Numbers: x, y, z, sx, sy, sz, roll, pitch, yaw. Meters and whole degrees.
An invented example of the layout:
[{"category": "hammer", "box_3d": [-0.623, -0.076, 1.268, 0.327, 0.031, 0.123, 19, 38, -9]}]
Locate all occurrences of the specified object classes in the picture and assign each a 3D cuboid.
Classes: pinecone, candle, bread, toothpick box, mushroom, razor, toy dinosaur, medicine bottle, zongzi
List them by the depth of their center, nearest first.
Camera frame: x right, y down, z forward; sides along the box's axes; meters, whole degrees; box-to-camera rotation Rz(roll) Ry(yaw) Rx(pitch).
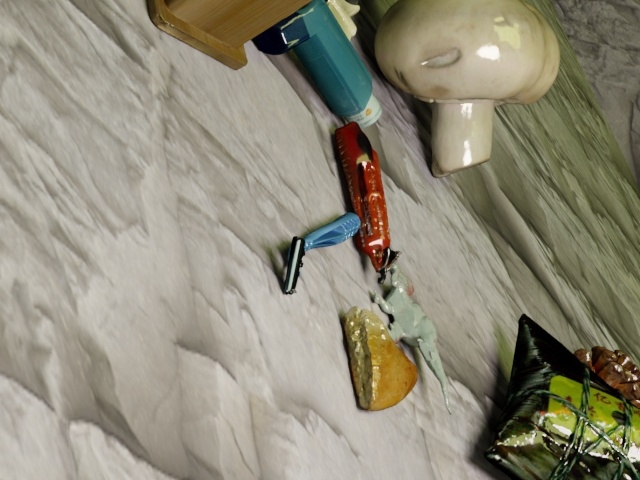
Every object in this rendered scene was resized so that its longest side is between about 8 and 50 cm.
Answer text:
[{"category": "bread", "box_3d": [0.080, 0.179, 1.396, 0.154, 0.054, 0.136, 47, 34, -19]}, {"category": "toothpick box", "box_3d": [-0.074, -0.405, 1.396, 0.187, 0.308, 0.190, 22, 49, -50]}, {"category": "razor", "box_3d": [0.000, 0.000, 1.434, 0.253, 0.042, 0.082, -32, 136, -63]}, {"category": "toy dinosaur", "box_3d": [0.150, 0.144, 1.535, 0.242, 0.053, 0.167, 57, 20, 10]}, {"category": "candle", "box_3d": [0.072, -0.062, 1.591, 0.084, 0.059, 0.301, 21, 45, -34]}, {"category": "medicine bottle", "box_3d": [0.005, -0.279, 1.628, 0.258, 0.079, 0.124, 51, 60, -34]}, {"category": "zongzi", "box_3d": [0.421, 0.298, 1.685, 0.383, 0.319, 0.362, 31, 39, -15]}, {"category": "mushroom", "box_3d": [0.288, -0.328, 1.902, 0.353, 0.325, 0.353, 62, 0, 0]}, {"category": "pinecone", "box_3d": [0.540, 0.286, 1.956, 0.179, 0.150, 0.195, 57, 25, 5]}]

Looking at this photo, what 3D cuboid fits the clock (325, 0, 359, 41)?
[{"category": "clock", "box_3d": [-0.061, -0.496, 1.684, 0.379, 0.120, 0.276, 47, 35, -32]}]
